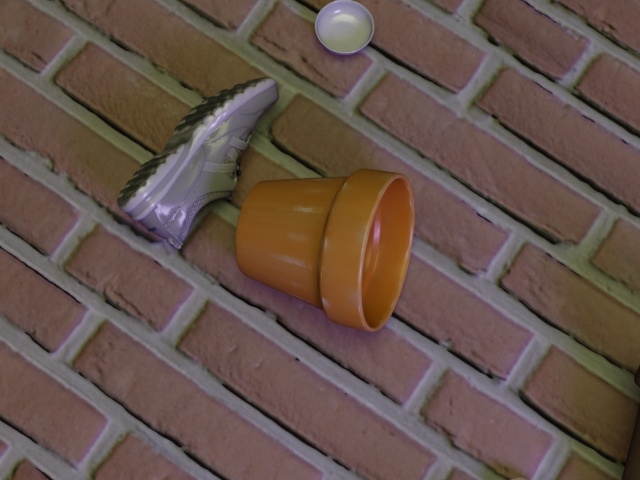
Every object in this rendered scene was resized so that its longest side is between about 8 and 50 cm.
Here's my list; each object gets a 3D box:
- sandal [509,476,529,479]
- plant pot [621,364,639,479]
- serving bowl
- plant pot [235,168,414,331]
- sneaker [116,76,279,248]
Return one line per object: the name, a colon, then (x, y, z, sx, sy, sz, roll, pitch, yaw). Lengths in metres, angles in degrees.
sandal: (0.319, 0.377, 1.877, 0.088, 0.079, 0.240, -30, 70, -39)
plant pot: (0.469, 0.280, 1.855, 0.263, 0.263, 0.229, 27, 89, 9)
serving bowl: (0.033, -0.295, 2.148, 0.083, 0.027, 0.083, 0, 71, -1)
plant pot: (0.000, 0.000, 1.969, 0.188, 0.205, 0.205, 11, 71, 19)
sneaker: (-0.148, -0.109, 2.065, 0.281, 0.105, 0.115, -47, 111, -19)
